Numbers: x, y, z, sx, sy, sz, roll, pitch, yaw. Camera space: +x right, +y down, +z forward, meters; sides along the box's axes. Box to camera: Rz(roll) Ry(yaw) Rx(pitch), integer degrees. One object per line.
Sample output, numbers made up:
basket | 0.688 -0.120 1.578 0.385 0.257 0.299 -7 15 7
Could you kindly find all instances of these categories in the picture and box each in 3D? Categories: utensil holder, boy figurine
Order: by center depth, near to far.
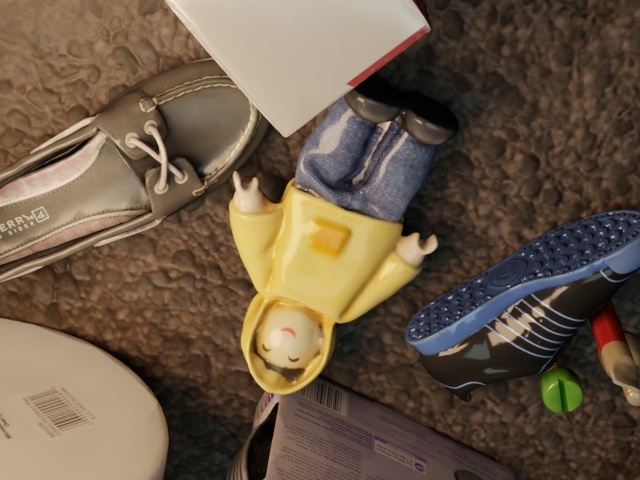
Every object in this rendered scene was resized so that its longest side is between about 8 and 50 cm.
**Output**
boy figurine | 0.000 0.000 0.924 0.177 0.092 0.285 23 112 -11
utensil holder | -0.315 0.304 0.960 0.327 0.328 0.386 13 114 -3

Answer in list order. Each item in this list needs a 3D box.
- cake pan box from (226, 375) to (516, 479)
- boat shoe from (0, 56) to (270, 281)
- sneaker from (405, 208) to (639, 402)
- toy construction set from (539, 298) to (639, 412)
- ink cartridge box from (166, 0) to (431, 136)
cake pan box | 0.051 0.237 0.949 0.266 0.246 0.070 26 114 -10
boat shoe | -0.186 -0.040 0.910 0.335 0.095 0.112 -24 112 14
sneaker | 0.190 0.059 0.952 0.232 0.081 0.090 -29 114 23
toy construction set | 0.319 0.209 0.926 0.257 0.237 0.309 -38 108 19
ink cartridge box | -0.012 -0.184 0.788 0.128 0.176 0.127 -35 112 19
